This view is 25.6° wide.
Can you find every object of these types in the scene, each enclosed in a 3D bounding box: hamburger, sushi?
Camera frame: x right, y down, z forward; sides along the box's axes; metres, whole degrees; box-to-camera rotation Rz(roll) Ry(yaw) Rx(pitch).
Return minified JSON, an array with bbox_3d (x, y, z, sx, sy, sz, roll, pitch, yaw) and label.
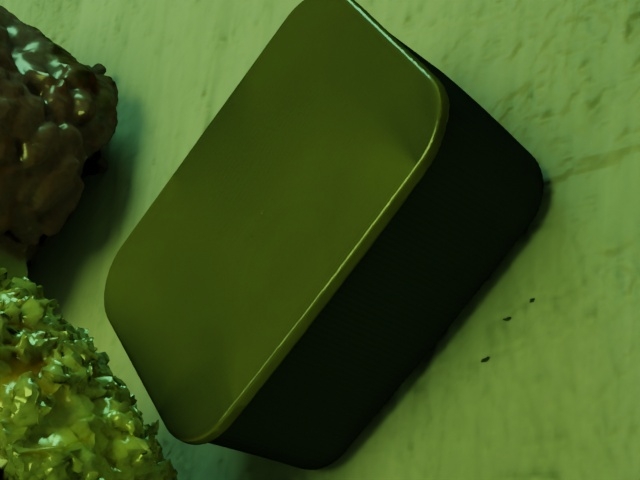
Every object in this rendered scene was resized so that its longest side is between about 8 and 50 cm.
[{"bbox_3d":[-0.147,0.123,0.676,0.139,0.243,0.262,-33,10,-21],"label":"hamburger"},{"bbox_3d":[-0.259,-0.029,0.913,0.270,0.171,0.236,-51,41,18],"label":"sushi"}]

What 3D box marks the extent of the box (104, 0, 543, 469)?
[{"bbox_3d":[0.000,0.000,0.672,0.201,0.090,0.144,-53,40,12],"label":"box"}]
